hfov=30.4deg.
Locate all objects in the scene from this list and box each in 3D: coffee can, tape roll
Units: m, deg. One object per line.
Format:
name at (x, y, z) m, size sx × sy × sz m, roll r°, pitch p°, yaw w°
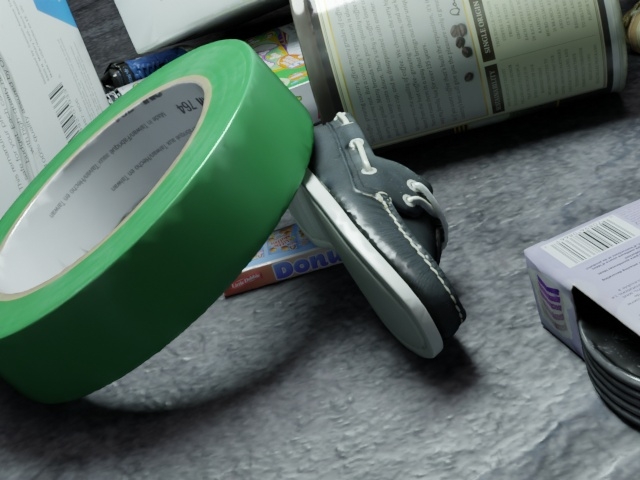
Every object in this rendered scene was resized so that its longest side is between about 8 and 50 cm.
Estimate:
coffee can at (0.125, -0.201, 1.109) m, size 0.276 × 0.201 × 0.201 m, roll -14°, pitch 26°, yaw 7°
tape roll at (-0.151, -0.021, 0.932) m, size 0.321 × 0.077 × 0.321 m, roll -34°, pitch 26°, yaw 20°

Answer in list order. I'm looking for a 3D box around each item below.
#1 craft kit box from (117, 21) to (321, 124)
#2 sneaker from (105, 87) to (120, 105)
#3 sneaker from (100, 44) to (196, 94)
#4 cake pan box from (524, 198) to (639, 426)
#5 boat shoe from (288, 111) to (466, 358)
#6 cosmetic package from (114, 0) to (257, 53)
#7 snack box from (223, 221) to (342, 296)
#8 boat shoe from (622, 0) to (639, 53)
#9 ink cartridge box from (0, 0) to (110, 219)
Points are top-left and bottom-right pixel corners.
craft kit box at (-0.093, -0.170, 1.361) m, size 0.247 × 0.061 × 0.250 m, roll -25°, pitch 26°, yaw -10°
sneaker at (-0.258, -0.174, 1.463) m, size 0.069 × 0.038 × 0.098 m, roll -26°, pitch 7°, yaw -12°
sneaker at (-0.221, -0.211, 1.514) m, size 0.152 × 0.058 × 0.085 m, roll 4°, pitch 27°, yaw 45°
cake pan box at (0.286, 0.026, 0.707) m, size 0.267 × 0.070 × 0.246 m, roll -23°, pitch 24°, yaw -11°
boat shoe at (0.042, -0.022, 0.878) m, size 0.091 × 0.114 × 0.302 m, roll -30°, pitch 36°, yaw -6°
cosmetic package at (-0.114, -0.363, 1.517) m, size 0.217 × 0.156 × 0.385 m, roll -20°, pitch 8°, yaw 18°
snack box at (0.000, 0.000, 0.992) m, size 0.178 × 0.022 × 0.064 m, roll -16°, pitch 28°, yaw 2°
boat shoe at (0.327, -0.214, 1.191) m, size 0.045 × 0.050 × 0.135 m, roll -6°, pitch 17°, yaw 30°
ink cartridge box at (-0.386, -0.140, 1.214) m, size 0.166 × 0.285 × 0.395 m, roll -11°, pitch 25°, yaw 16°
